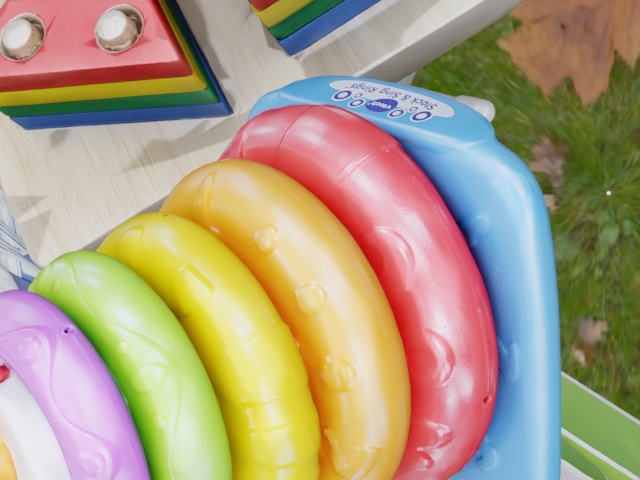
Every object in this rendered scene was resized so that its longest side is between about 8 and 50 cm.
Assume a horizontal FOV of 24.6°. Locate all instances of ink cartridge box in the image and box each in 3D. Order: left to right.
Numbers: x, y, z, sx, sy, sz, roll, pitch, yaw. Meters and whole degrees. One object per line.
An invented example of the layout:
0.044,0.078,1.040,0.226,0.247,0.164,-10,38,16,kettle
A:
0.204,0.162,1.113,0.189,0.255,0.097,33,69,23,ink cartridge box

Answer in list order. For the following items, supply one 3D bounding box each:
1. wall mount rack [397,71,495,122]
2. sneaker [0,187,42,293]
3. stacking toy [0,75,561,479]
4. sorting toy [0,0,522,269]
0.126,-0.184,1.116,0.130,0.304,0.350,25,90,11,wall mount rack
-0.327,-0.019,1.344,0.112,0.131,0.296,0,131,44,sneaker
-0.068,0.059,0.530,0.175,0.302,0.166,21,126,48,stacking toy
-0.081,-0.158,0.687,0.255,0.089,0.257,-31,65,7,sorting toy
